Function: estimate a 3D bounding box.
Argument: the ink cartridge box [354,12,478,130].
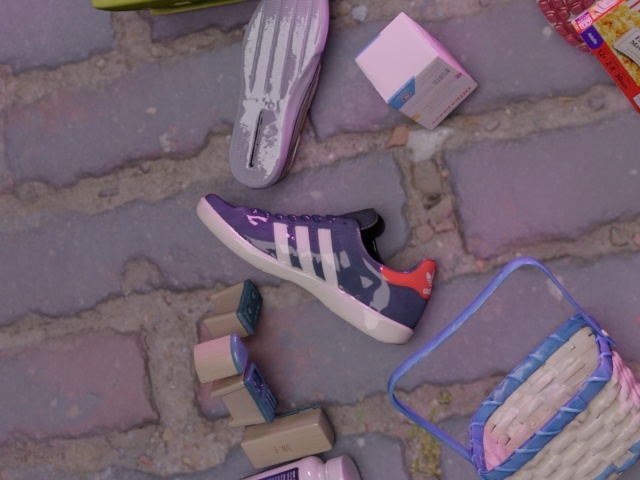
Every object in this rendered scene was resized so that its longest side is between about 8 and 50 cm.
[{"bbox_3d":[0.131,-0.219,1.865,0.092,0.143,0.090,-43,59,14],"label":"ink cartridge box"}]

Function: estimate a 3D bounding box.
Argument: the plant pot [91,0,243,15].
[{"bbox_3d":[-0.184,-0.429,1.932,0.227,0.207,0.228,-7,87,18],"label":"plant pot"}]

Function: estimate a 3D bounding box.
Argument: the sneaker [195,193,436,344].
[{"bbox_3d":[0.000,0.000,1.919,0.350,0.131,0.148,30,92,11],"label":"sneaker"}]

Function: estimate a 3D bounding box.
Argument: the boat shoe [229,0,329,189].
[{"bbox_3d":[-0.058,-0.219,1.946,0.109,0.094,0.302,18,97,12],"label":"boat shoe"}]

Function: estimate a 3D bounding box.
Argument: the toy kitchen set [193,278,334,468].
[{"bbox_3d":[-0.069,0.180,1.968,0.122,0.166,0.207,-17,121,19],"label":"toy kitchen set"}]

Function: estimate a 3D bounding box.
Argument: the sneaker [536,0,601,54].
[{"bbox_3d":[0.313,-0.379,1.819,0.121,0.112,0.299,-31,93,22],"label":"sneaker"}]

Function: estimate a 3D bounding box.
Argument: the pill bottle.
[{"bbox_3d":[-0.032,0.352,1.935,0.169,0.094,0.094,-21,83,18],"label":"pill bottle"}]

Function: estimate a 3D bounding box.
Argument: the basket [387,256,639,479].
[{"bbox_3d":[0.261,0.194,1.762,0.255,0.201,0.289,-43,108,13],"label":"basket"}]

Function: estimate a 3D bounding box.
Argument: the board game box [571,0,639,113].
[{"bbox_3d":[0.436,-0.274,1.762,0.193,0.045,0.147,-37,117,16],"label":"board game box"}]
